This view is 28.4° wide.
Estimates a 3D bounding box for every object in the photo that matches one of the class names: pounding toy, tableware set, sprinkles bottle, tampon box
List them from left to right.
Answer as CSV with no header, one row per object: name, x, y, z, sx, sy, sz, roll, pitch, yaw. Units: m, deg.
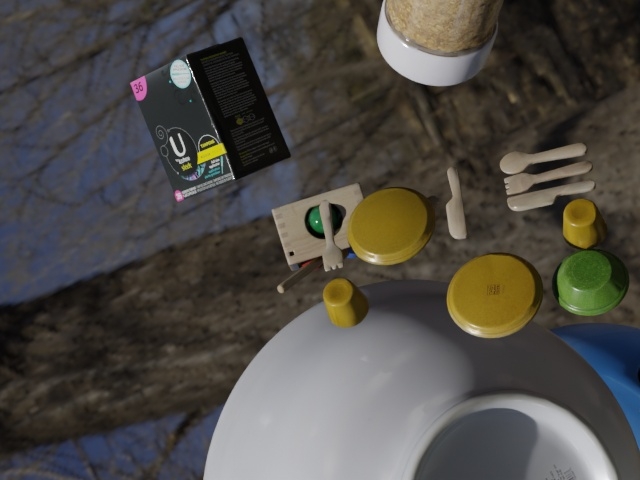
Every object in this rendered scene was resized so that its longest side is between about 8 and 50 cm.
tampon box,-0.136,-0.148,1.554,0.101,0.120,0.161,-27,-83,-44
pounding toy,0.000,0.000,1.524,0.141,0.130,0.100,81,172,-85
tableware set,0.074,0.010,0.647,0.024,0.154,0.104,61,-161,-54
sprinkles bottle,0.139,-0.301,1.183,0.355,0.121,0.121,103,150,-55

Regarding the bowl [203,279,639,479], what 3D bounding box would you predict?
bowl,0.088,0.163,0.762,0.298,0.298,0.134,63,159,-2

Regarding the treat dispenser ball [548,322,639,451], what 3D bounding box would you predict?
treat dispenser ball,0.239,0.214,1.086,0.288,0.288,0.288,61,-172,-15
